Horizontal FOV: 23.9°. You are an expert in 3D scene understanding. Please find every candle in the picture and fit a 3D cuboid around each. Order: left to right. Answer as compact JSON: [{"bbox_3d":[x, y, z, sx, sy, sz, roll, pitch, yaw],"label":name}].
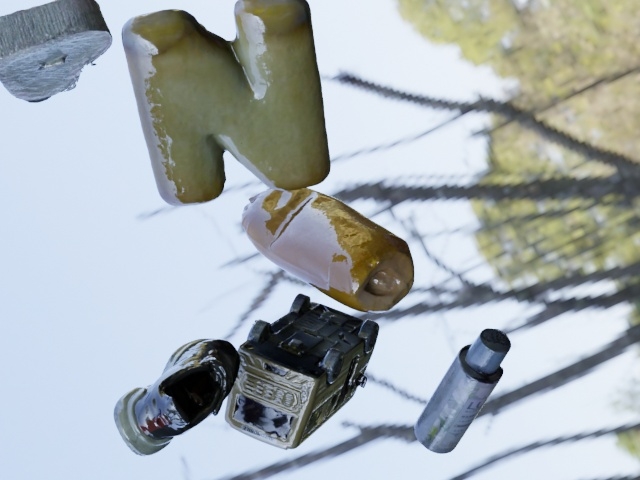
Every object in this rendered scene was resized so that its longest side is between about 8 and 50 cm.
[{"bbox_3d":[-0.389,-0.263,2.088,0.168,0.192,0.068,-2,-116,-46],"label":"candle"}]

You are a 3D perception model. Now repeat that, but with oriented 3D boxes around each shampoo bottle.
[{"bbox_3d":[0.190,0.198,2.000,0.072,0.214,0.072,13,-136,-13],"label":"shampoo bottle"}]

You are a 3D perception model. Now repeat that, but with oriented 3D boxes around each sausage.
[{"bbox_3d":[0.003,0.003,2.224,0.116,0.134,0.354,42,174,-37],"label":"sausage"}]

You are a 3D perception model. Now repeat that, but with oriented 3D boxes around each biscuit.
[{"bbox_3d":[-0.113,-0.169,1.895,0.062,0.237,0.290,-99,2,-49],"label":"biscuit"}]

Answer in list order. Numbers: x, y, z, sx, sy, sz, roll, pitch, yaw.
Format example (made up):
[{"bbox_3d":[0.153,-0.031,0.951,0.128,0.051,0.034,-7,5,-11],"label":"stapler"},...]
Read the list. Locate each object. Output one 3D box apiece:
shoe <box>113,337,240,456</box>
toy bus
[{"bbox_3d":[-0.159,0.191,1.927,0.227,0.112,0.099,-36,-80,-46],"label":"shoe"},{"bbox_3d":[-0.023,0.187,2.171,0.139,0.157,0.289,21,-163,14],"label":"toy bus"}]
